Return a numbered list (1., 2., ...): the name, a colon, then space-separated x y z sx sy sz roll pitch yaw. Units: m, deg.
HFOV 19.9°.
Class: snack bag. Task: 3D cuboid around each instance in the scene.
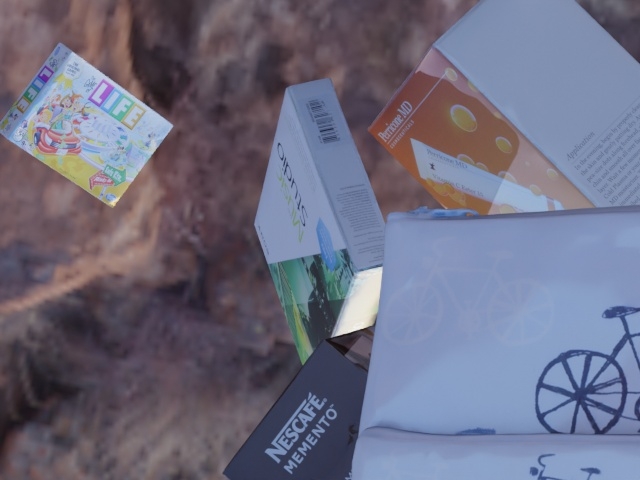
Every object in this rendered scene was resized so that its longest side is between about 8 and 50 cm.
1. snack bag: 0.155 0.125 1.131 0.323 0.342 0.037 -3 157 34

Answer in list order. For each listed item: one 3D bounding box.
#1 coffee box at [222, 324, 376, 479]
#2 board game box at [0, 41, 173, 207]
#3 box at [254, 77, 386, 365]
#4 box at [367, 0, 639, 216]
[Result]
1. coffee box: 0.024 0.155 1.529 0.098 0.141 0.246 38 -173 9
2. board game box: -0.226 -0.110 1.767 0.026 0.103 0.154 37 -179 44
3. box: 0.000 0.000 2.044 0.059 0.232 0.322 -14 155 -14
4. box: 0.252 -0.085 1.910 0.345 0.168 0.215 45 153 3
